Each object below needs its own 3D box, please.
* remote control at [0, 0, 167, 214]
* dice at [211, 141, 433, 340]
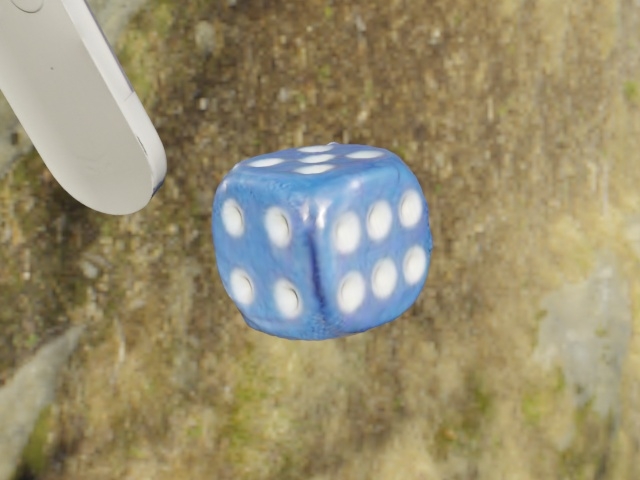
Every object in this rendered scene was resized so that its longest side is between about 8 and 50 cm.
[{"bbox_3d":[-0.156,-0.117,0.658,0.022,0.077,0.245,-55,129,-44],"label":"remote control"},{"bbox_3d":[0.000,0.000,1.048,0.143,0.146,0.146,-21,111,-40],"label":"dice"}]
